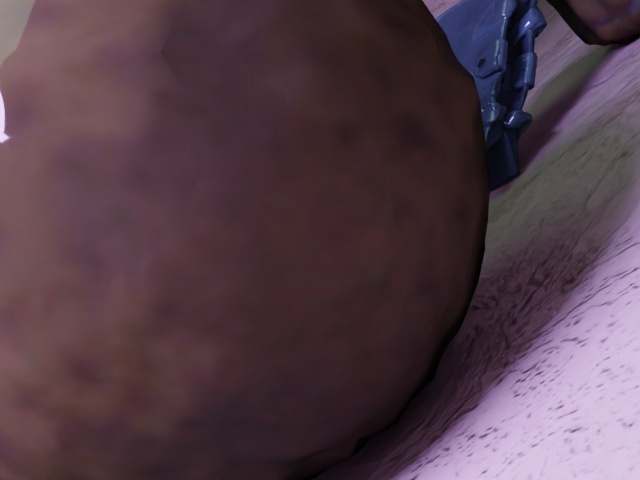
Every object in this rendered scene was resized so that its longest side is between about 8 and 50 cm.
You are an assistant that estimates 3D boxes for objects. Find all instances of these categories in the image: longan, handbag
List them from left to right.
[{"bbox_3d":[-0.091,-0.019,0.581,0.391,0.391,0.391,-44,5,4],"label":"longan"},{"bbox_3d":[0.156,-0.152,0.957,0.179,0.062,0.229,146,139,-64],"label":"handbag"}]

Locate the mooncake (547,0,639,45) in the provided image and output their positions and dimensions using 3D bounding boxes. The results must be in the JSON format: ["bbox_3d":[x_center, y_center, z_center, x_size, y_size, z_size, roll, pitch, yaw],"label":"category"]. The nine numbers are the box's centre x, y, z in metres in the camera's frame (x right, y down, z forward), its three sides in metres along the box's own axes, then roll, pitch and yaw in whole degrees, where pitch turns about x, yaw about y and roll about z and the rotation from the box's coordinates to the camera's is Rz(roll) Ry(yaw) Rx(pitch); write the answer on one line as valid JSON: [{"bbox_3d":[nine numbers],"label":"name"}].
[{"bbox_3d":[0.345,-0.339,0.967,0.290,0.161,0.290,-42,4,4],"label":"mooncake"}]
